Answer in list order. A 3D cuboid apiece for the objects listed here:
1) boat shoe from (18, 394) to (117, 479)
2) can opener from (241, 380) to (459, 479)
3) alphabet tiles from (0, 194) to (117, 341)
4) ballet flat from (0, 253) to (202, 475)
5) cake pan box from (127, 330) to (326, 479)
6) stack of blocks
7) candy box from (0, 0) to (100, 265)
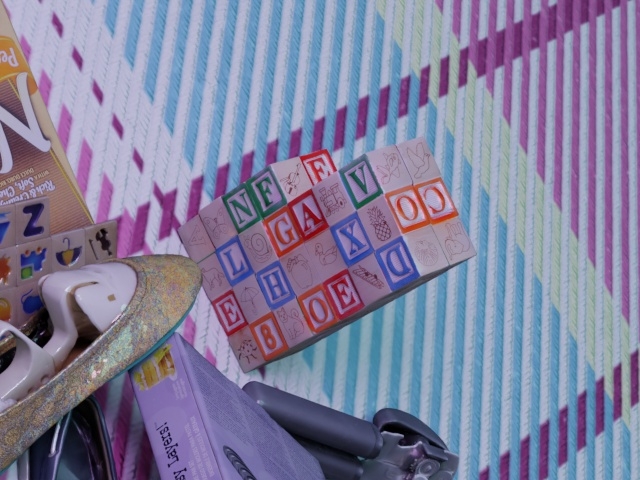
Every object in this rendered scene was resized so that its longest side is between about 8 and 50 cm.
[{"bbox_3d":[-0.217,0.262,1.626,0.095,0.079,0.254,13,60,-35],"label":"boat shoe"},{"bbox_3d":[0.022,0.205,1.875,0.283,0.076,0.095,23,23,-28],"label":"can opener"},{"bbox_3d":[-0.280,0.060,1.649,0.237,0.009,0.198,-16,115,-43],"label":"alphabet tiles"},{"bbox_3d":[-0.245,0.097,1.607,0.348,0.123,0.123,-42,97,-26],"label":"ballet flat"},{"bbox_3d":[-0.056,0.240,1.654,0.267,0.070,0.245,46,14,-40],"label":"cake pan box"},{"bbox_3d":[0.000,0.000,1.788,0.087,0.297,0.171,-19,82,-43],"label":"stack of blocks"},{"bbox_3d":[-0.356,-0.112,1.700,0.183,0.087,0.316,-16,79,-43],"label":"candy box"}]
